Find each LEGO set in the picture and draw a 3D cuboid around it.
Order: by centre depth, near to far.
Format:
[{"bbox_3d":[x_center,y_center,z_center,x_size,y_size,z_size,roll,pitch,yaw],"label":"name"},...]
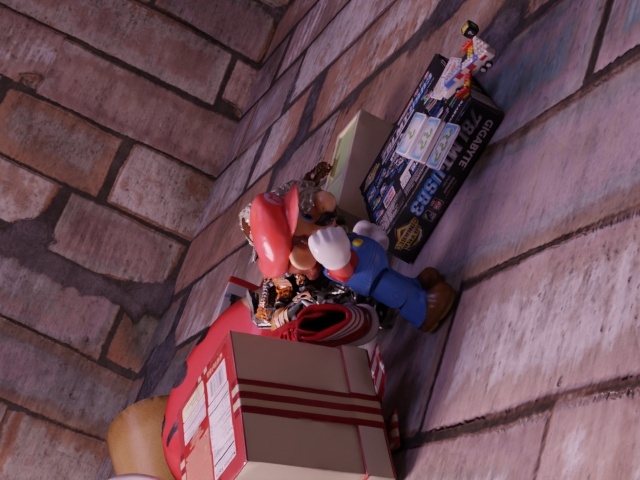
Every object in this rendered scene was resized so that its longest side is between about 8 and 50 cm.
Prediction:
[{"bbox_3d":[0.195,-0.241,1.872,0.244,0.060,0.182,-62,20,4],"label":"LEGO set"}]

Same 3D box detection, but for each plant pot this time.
[{"bbox_3d":[-0.306,0.486,2.385,0.237,0.237,0.254,-57,30,27],"label":"plant pot"}]

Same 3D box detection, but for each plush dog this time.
[{"bbox_3d":[0.000,0.000,2.122,0.210,0.225,0.262,-40,-13,-6],"label":"plush dog"}]

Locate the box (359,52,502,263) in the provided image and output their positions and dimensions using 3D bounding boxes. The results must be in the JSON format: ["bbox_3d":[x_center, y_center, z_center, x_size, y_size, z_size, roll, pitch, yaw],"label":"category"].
[{"bbox_3d":[0.178,-0.148,2.011,0.295,0.073,0.293,-60,15,17],"label":"box"}]

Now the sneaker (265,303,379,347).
[{"bbox_3d":[-0.034,0.137,1.771,0.221,0.128,0.087,-26,65,23],"label":"sneaker"}]

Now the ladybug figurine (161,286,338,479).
[{"bbox_3d":[-0.135,0.260,2.051,0.305,0.162,0.449,32,91,47],"label":"ladybug figurine"}]

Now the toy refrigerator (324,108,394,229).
[{"bbox_3d":[0.066,-0.123,2.314,0.102,0.094,0.269,-47,23,48],"label":"toy refrigerator"}]

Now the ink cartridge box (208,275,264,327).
[{"bbox_3d":[-0.184,0.171,2.420,0.231,0.078,0.134,-77,11,-57],"label":"ink cartridge box"}]

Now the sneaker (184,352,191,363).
[{"bbox_3d":[-0.216,0.271,2.510,0.101,0.153,0.268,-62,15,7],"label":"sneaker"}]

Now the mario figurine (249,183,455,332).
[{"bbox_3d":[0.049,0.004,1.706,0.198,0.320,0.170,-36,32,59],"label":"mario figurine"}]

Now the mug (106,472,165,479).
[{"bbox_3d":[-0.317,0.571,1.942,0.276,0.328,0.374,-42,32,56],"label":"mug"}]

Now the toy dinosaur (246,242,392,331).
[{"bbox_3d":[-0.007,0.116,1.917,0.218,0.322,0.164,-24,-4,15],"label":"toy dinosaur"}]

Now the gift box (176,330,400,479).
[{"bbox_3d":[-0.040,0.272,1.683,0.255,0.258,0.276,-53,34,43],"label":"gift box"}]
